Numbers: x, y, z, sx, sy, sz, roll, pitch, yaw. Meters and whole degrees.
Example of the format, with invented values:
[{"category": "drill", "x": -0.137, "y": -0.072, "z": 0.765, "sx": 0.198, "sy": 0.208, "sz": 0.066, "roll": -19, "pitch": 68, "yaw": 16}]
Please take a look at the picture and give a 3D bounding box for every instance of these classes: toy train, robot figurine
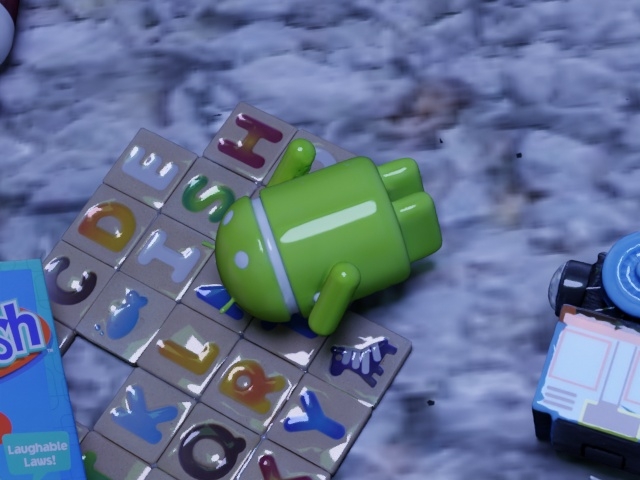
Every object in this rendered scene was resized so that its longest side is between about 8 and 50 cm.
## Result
[{"category": "toy train", "x": 0.187, "y": 0.066, "z": 0.706, "sx": 0.184, "sy": 0.080, "sz": 0.105, "roll": 16, "pitch": 76, "yaw": 14}, {"category": "robot figurine", "x": 0.000, "y": 0.000, "z": 0.762, "sx": 0.115, "sy": 0.067, "sz": 0.101, "roll": -19, "pitch": 52, "yaw": 0}]

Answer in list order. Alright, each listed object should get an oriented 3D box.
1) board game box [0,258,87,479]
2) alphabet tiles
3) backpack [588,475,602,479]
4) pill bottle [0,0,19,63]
[{"category": "board game box", "x": -0.191, "y": 0.113, "z": 0.712, "sx": 0.160, "sy": 0.047, "sz": 0.210, "roll": -5, "pitch": 59, "yaw": -22}, {"category": "alphabet tiles", "x": -0.057, "y": 0.042, "z": 0.793, "sx": 0.198, "sy": 0.009, "sz": 0.237, "roll": 26, "pitch": 70, "yaw": 21}, {"category": "backpack", "x": 0.109, "y": 0.229, "z": 0.545, "sx": 0.355, "sy": 0.273, "sz": 0.290, "roll": 13, "pitch": 35, "yaw": 1}, {"category": "pill bottle", "x": -0.211, "y": -0.146, "z": 0.870, "sx": 0.086, "sy": 0.086, "sz": 0.152, "roll": -1, "pitch": 63, "yaw": 8}]
